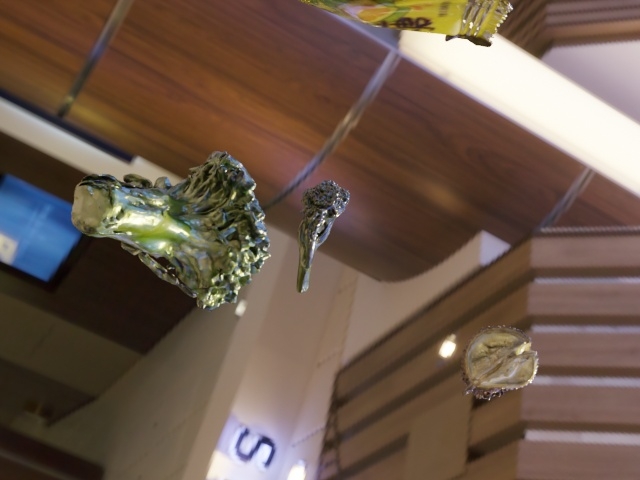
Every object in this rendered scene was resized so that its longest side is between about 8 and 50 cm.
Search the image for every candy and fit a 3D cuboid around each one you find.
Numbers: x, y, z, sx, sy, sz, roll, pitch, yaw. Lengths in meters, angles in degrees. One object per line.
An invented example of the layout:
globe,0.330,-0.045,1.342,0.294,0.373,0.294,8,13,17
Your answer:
candy,0.040,-0.263,0.988,0.187,0.297,0.081,12,95,-87

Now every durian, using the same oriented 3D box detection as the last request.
durian,0.262,0.198,1.530,0.140,0.110,0.071,-38,156,-18

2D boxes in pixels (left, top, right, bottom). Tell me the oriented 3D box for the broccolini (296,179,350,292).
broccolini,-0.020,-0.005,1.492,0.091,0.068,0.203,-68,-178,-56

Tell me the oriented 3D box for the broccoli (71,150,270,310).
broccoli,-0.186,-0.039,1.122,0.198,0.274,0.177,39,-79,43
